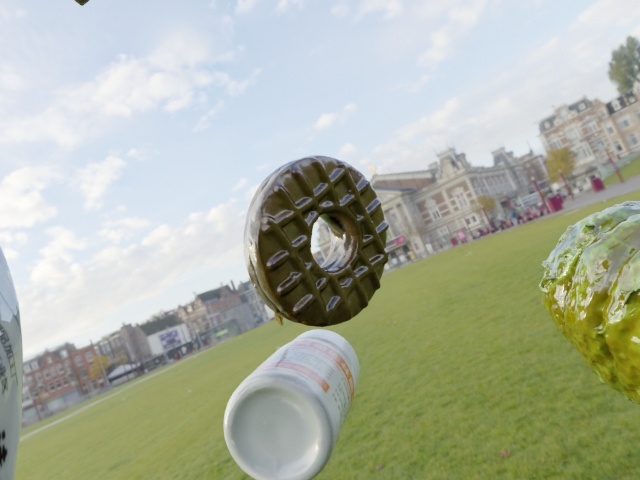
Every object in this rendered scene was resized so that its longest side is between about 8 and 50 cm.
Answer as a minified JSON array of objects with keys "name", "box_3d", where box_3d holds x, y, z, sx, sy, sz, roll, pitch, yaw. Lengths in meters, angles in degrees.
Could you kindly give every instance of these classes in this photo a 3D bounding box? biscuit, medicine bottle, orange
[{"name":"biscuit","box_3d":[0.000,0.000,0.909,0.332,0.332,0.103,-19,13,-38]},{"name":"medicine bottle","box_3d":[-0.037,0.322,1.008,0.211,0.211,0.371,-25,-2,13]},{"name":"orange","box_3d":[0.390,0.073,0.515,0.300,0.223,0.301,-2,16,-32]}]

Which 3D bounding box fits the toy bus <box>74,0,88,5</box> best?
[{"name":"toy bus","box_3d":[-0.409,-0.428,0.766,0.057,0.172,0.072,-46,-41,-2]}]

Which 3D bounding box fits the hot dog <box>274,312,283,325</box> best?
[{"name":"hot dog","box_3d":[-0.102,0.165,1.123,0.021,0.083,0.037,-12,31,-1]}]

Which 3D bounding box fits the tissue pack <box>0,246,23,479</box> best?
[{"name":"tissue pack","box_3d":[-0.287,0.088,0.239,0.195,0.376,0.390,-1,0,-8]}]
